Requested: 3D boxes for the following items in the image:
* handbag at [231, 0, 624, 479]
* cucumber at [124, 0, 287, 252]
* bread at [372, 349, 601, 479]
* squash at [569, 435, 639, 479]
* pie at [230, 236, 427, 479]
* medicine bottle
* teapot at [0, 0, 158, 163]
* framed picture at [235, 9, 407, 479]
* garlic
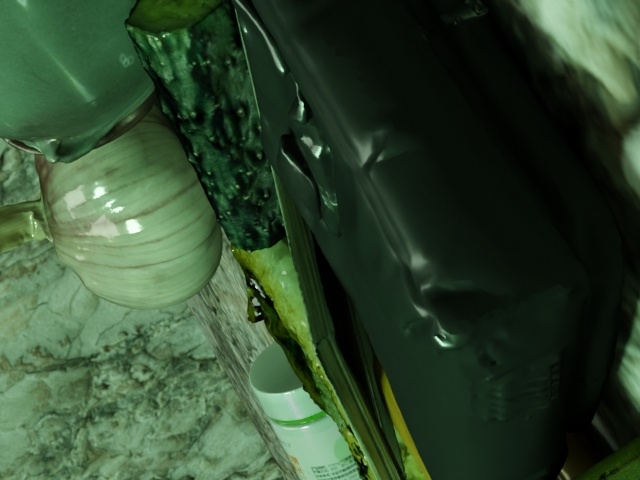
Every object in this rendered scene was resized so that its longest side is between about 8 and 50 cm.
[{"bbox_3d":[0.035,-0.020,0.760,0.244,0.088,0.275,60,176,23],"label":"handbag"},{"bbox_3d":[-0.045,-0.077,1.121,0.062,0.078,0.211,18,150,32],"label":"cucumber"},{"bbox_3d":[0.089,0.106,0.929,0.200,0.077,0.116,55,179,34],"label":"bread"},{"bbox_3d":[0.107,0.109,0.762,0.027,0.083,0.027,58,173,12],"label":"squash"},{"bbox_3d":[0.036,0.121,1.282,0.371,0.078,0.296,58,170,20],"label":"pie"},{"bbox_3d":[0.015,0.168,1.531,0.183,0.086,0.086,64,171,-28],"label":"medicine bottle"},{"bbox_3d":[-0.194,-0.214,1.130,0.312,0.233,0.315,63,-157,-51],"label":"teapot"},{"bbox_3d":[0.000,0.000,1.005,0.197,0.014,0.252,66,-171,-55],"label":"framed picture"},{"bbox_3d":[-0.229,-0.031,1.781,0.245,0.253,0.245,57,162,29],"label":"garlic"}]
